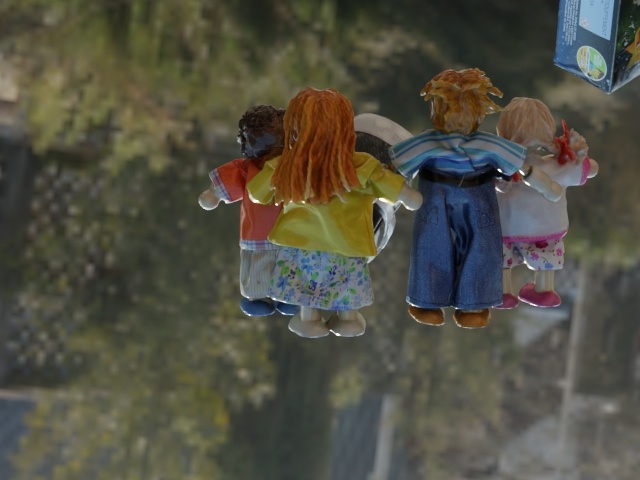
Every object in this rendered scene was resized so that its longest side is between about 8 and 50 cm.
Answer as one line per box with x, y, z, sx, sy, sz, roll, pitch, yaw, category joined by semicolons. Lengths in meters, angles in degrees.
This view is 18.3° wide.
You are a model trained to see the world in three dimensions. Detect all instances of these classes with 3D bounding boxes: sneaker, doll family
0.000;0.000;1.401;0.079;0.121;0.217;31;158;3;sneaker
0.055;-0.027;1.249;0.263;0.163;0.118;-2;-165;-4;doll family

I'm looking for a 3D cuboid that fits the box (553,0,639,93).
0.230;-0.203;1.130;0.233;0.159;0.044;-33;-130;-31;box
